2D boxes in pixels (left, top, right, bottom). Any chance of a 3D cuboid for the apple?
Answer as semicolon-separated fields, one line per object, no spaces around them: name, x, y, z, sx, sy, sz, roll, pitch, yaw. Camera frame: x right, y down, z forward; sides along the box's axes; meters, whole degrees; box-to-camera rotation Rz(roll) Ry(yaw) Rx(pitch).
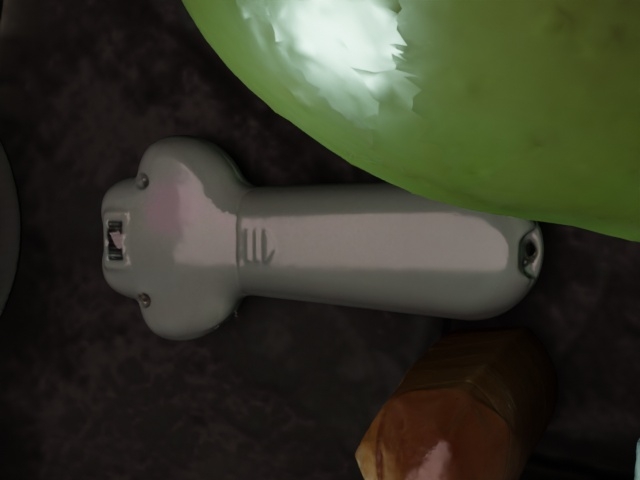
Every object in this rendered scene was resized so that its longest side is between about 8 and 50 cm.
apple;0.127;-0.181;0.573;0.311;0.320;0.360;30;126;21

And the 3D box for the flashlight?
flashlight;0.000;0.000;0.786;0.200;0.047;0.093;1;98;15

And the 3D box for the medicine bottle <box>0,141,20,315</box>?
medicine bottle;-0.287;0.010;0.701;0.213;0.378;0.214;2;97;17

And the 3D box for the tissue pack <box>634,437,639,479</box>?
tissue pack;0.284;0.231;0.613;0.394;0.124;0.288;7;97;-7

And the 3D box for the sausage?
sausage;0.056;0.074;0.711;0.065;0.169;0.065;2;97;15
